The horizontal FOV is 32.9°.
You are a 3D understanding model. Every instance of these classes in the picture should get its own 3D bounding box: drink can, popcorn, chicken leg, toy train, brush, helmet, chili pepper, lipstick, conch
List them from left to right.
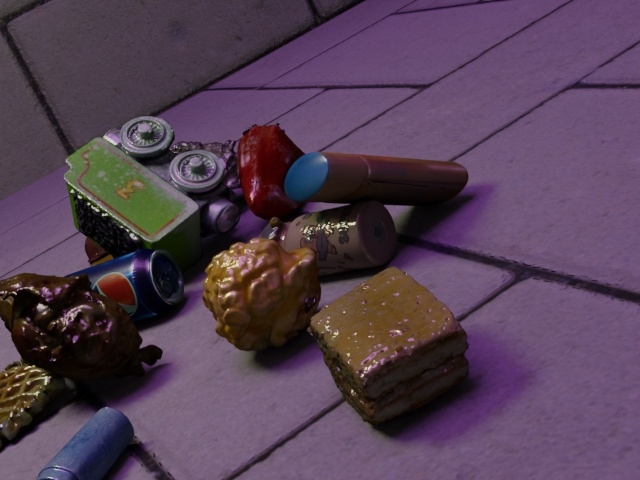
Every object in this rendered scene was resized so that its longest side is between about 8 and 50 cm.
[{"bbox_3d":[-0.417,0.122,1.628,0.361,0.211,0.140,11,58,41],"label":"chicken leg"},{"bbox_3d":[-0.314,0.302,1.281,0.068,0.061,0.274,-12,22,30],"label":"lipstick"},{"bbox_3d":[-0.461,-0.006,2.303,0.111,0.057,0.089,-32,9,-7],"label":"helmet"},{"bbox_3d":[-0.336,0.088,1.808,0.205,0.118,0.118,-19,19,21],"label":"drink can"},{"bbox_3d":[-0.417,0.019,2.270,0.083,0.011,0.205,-13,22,37],"label":"brush"},{"bbox_3d":[-0.313,-0.076,1.974,0.307,0.173,0.249,34,57,23],"label":"toy train"},{"bbox_3d":[-0.271,-0.096,2.182,0.313,0.186,0.240,-17,33,-15],"label":"conch"},{"bbox_3d":[-0.075,0.068,1.452,0.170,0.180,0.180,28,47,24],"label":"popcorn"},{"bbox_3d":[-0.090,-0.101,1.996,0.136,0.144,0.252,-4,34,5],"label":"chili pepper"}]

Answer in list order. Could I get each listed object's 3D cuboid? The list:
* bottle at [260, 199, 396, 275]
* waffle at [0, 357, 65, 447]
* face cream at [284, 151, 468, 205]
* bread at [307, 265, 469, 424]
[{"bbox_3d":[0.000,0.000,1.612,0.209,0.110,0.097,-11,44,38],"label":"bottle"},{"bbox_3d":[-0.497,0.257,1.655,0.208,0.054,0.214,-39,25,-27],"label":"waffle"},{"bbox_3d":[0.075,-0.088,1.607,0.285,0.067,0.139,0,-11,-40],"label":"face cream"},{"bbox_3d":[0.076,0.120,1.198,0.138,0.102,0.196,-32,22,-9],"label":"bread"}]
